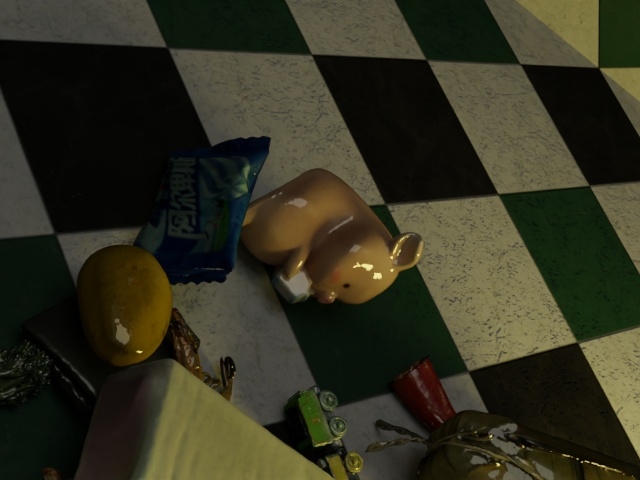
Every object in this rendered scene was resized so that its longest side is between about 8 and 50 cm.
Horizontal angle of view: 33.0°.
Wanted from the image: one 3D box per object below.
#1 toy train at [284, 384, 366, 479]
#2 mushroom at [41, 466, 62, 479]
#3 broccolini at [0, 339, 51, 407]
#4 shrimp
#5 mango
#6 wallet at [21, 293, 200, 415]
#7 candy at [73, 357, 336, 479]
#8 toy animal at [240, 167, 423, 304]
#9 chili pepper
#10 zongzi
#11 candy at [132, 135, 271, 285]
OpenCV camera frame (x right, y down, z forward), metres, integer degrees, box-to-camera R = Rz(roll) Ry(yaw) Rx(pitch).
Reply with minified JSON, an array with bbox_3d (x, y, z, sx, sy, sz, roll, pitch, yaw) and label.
[{"bbox_3d":[0.010,0.316,1.618,0.081,0.060,0.202,-7,65,-36],"label":"toy train"},{"bbox_3d":[-0.315,0.335,1.303,0.088,0.073,0.130,-6,86,-11],"label":"mushroom"},{"bbox_3d":[-0.470,0.218,1.260,0.079,0.074,0.392,47,39,9],"label":"broccolini"},{"bbox_3d":[-0.166,0.172,1.553,0.124,0.034,0.178,-18,93,-57],"label":"shrimp"},{"bbox_3d":[-0.268,0.090,1.457,0.137,0.098,0.195,29,39,-20],"label":"mango"},{"bbox_3d":[-0.285,0.137,1.509,0.168,0.052,0.245,48,34,8],"label":"wallet"},{"bbox_3d":[-0.136,0.322,1.370,0.358,0.145,0.208,43,39,-29],"label":"candy"},{"bbox_3d":[0.002,0.004,1.751,0.256,0.195,0.213,48,65,-4],"label":"toy animal"},{"bbox_3d":[0.196,0.282,1.807,0.088,0.065,0.169,-34,89,-33],"label":"chili pepper"},{"bbox_3d":[0.300,0.505,1.620,0.500,0.218,0.467,23,54,-21],"label":"zongzi"},{"bbox_3d":[-0.188,-0.047,1.646,0.331,0.187,0.077,-76,155,-43],"label":"candy"}]
